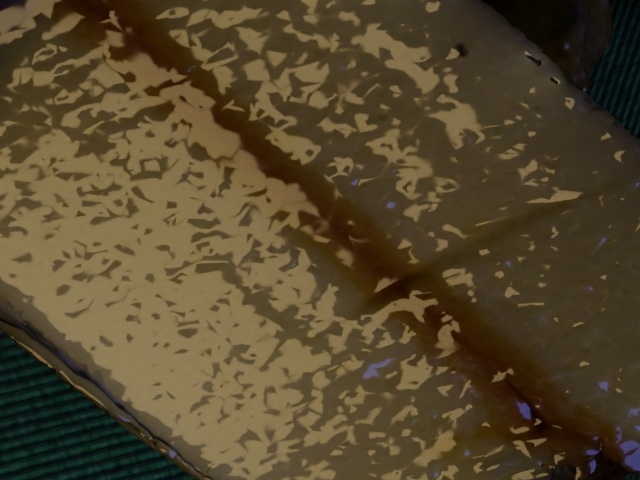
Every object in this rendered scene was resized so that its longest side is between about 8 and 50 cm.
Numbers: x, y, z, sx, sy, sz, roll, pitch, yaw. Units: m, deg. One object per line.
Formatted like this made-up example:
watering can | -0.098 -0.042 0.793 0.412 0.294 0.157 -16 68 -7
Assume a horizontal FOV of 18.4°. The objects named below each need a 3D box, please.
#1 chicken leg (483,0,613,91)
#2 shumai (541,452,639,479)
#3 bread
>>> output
chicken leg | 0.143 -0.069 1.311 0.409 0.295 0.182 -48 164 -26
shumai | 0.163 0.143 1.553 0.206 0.175 0.166 -22 134 -30
bread | 0.000 0.000 1.065 0.346 0.405 0.242 -44 152 0
